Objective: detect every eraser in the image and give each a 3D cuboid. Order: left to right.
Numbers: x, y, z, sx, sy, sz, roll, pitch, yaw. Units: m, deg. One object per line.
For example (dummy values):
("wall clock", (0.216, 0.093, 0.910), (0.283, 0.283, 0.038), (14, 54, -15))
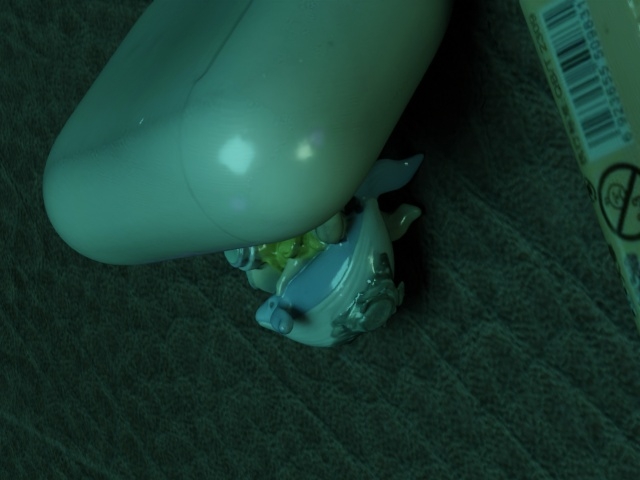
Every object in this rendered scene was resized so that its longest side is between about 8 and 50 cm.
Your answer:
("eraser", (0.234, -0.056, 0.973), (0.171, 0.087, 0.290), (-28, 78, 53))

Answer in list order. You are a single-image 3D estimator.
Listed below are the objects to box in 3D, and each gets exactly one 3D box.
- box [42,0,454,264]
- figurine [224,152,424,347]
("box", (-0.063, -0.115, 1.181), (0.141, 0.288, 0.349), (44, 150, -24))
("figurine", (0.000, 0.000, 1.247), (0.184, 0.128, 0.208), (53, 128, 30))
